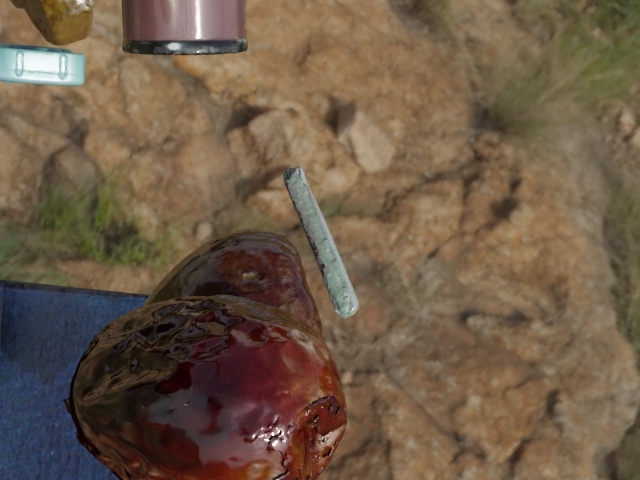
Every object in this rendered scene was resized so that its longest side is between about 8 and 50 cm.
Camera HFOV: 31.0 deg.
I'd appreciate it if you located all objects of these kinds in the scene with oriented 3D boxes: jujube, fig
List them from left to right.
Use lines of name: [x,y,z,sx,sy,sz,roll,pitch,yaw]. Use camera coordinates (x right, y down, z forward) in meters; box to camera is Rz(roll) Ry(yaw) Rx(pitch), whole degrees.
fig: [-0.130,0.104,1.155,0.274,0.145,0.170,-26,68,-2]
jujube: [-0.096,0.132,0.958,0.243,0.183,0.183,8,33,35]

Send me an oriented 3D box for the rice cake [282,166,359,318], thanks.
rice cake: [0.000,0.000,1.462,0.033,0.033,0.208,-23,82,6]

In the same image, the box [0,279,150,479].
box: [-0.304,0.189,1.270,0.261,0.116,0.279,13,80,-60]

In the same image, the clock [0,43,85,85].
clock: [-0.344,-0.211,1.375,0.108,0.045,0.147,2,10,-23]

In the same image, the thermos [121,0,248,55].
thermos: [-0.131,-0.325,0.962,0.136,0.330,0.109,3,14,13]

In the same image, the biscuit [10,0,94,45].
biscuit: [-0.202,-0.232,0.762,0.047,0.320,0.183,-31,84,-15]
